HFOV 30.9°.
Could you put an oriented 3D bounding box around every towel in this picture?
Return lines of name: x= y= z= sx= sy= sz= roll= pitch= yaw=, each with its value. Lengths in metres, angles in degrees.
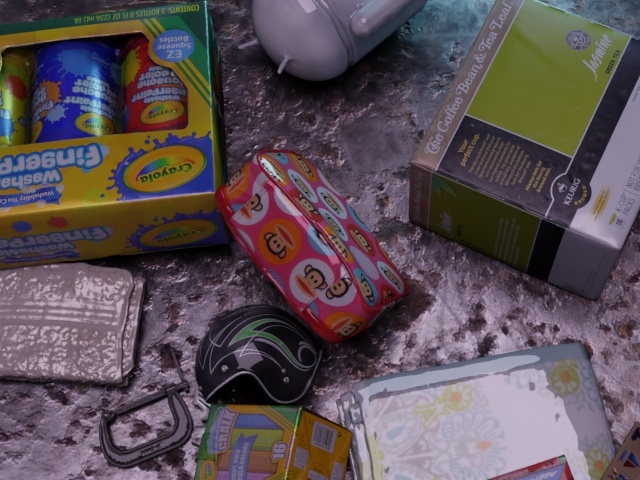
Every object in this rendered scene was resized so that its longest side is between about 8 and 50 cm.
towel: x=0.229 y=0.325 z=1.624 sx=0.374 sy=0.090 sz=0.321 roll=-10 pitch=70 yaw=0
towel: x=-0.413 y=0.127 z=1.768 sx=0.282 sy=0.049 sz=0.187 roll=1 pitch=67 yaw=5

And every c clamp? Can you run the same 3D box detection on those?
c clamp: x=-0.260 y=0.258 z=1.720 sx=0.160 sy=0.022 sz=0.137 roll=-27 pitch=74 yaw=-9

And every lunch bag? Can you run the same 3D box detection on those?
lunch bag: x=0.000 y=0.000 z=1.691 sx=0.120 sy=0.258 sz=0.293 roll=-41 pitch=80 yaw=20

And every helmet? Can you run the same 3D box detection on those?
helmet: x=-0.095 y=0.173 z=1.665 sx=0.161 sy=0.169 sz=0.169 roll=28 pitch=72 yaw=-4

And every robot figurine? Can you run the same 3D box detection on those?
robot figurine: x=0.033 y=-0.395 z=1.867 sx=0.353 sy=0.200 sz=0.300 roll=-40 pitch=31 yaw=-12

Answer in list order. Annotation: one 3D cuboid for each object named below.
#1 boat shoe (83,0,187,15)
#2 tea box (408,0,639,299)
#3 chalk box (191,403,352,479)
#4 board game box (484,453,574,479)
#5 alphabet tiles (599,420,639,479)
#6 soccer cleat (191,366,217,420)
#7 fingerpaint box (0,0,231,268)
boat shoe: x=-0.307 y=-0.366 z=1.957 sx=0.207 sy=0.073 sz=0.073 roll=-2 pitch=30 yaw=0
tea box: x=0.342 y=-0.143 z=1.733 sx=0.323 sy=0.220 sz=0.329 roll=25 pitch=71 yaw=13
chalk box: x=-0.086 y=0.307 z=1.606 sx=0.213 sy=0.132 sz=0.132 roll=-6 pitch=63 yaw=36
board game box: x=0.216 y=0.396 z=1.534 sx=0.281 sy=0.027 sz=0.145 roll=-18 pitch=71 yaw=-2
alphabet tiles: x=0.495 y=0.340 z=1.593 sx=0.198 sy=0.009 sz=0.237 roll=39 pitch=60 yaw=3
soccer cleat: x=-0.178 y=0.228 z=1.720 sx=0.035 sy=0.029 sz=0.083 roll=-21 pitch=72 yaw=-9
fingerpaint box: x=-0.376 y=-0.163 z=1.799 sx=0.444 sy=0.163 sz=0.371 roll=-6 pitch=60 yaw=2
